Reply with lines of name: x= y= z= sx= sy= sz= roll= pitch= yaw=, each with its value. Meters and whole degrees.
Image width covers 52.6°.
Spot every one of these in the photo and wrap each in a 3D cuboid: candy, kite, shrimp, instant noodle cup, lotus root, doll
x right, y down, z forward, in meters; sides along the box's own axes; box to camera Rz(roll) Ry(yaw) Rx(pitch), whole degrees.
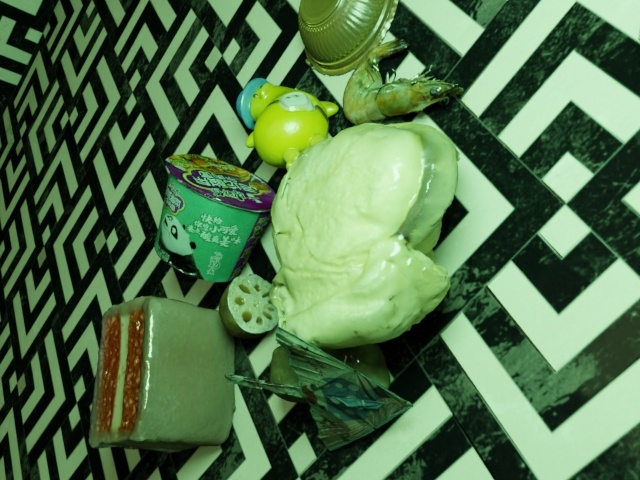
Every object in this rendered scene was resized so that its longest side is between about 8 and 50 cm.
candy: x=0.010 y=0.227 z=1.110 sx=0.233 sy=0.102 sz=0.104 roll=-11 pitch=70 yaw=42
kite: x=-0.008 y=0.245 z=1.019 sx=0.314 sy=0.335 sz=0.011 roll=2 pitch=43 yaw=21
shrimp: x=0.146 y=-0.295 z=1.164 sx=0.296 sy=0.058 sz=0.169 roll=3 pitch=78 yaw=50
instant noodle cup: x=0.031 y=-0.476 z=1.307 sx=0.274 sy=0.090 sz=0.274 roll=-15 pitch=69 yaw=42
instant noodle cup: x=-0.227 y=-0.042 z=1.348 sx=0.251 sy=0.251 sz=0.190 roll=45 pitch=119 yaw=44
lotus root: x=-0.149 y=0.134 z=1.294 sx=0.081 sy=0.112 sz=0.122 roll=-23 pitch=63 yaw=47
doll: x=-0.066 y=-0.242 z=1.323 sx=0.199 sy=0.145 sz=0.363 roll=-25 pitch=41 yaw=-7

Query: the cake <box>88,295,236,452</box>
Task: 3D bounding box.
cake: x=-0.328 y=0.280 z=1.353 sx=0.237 sy=0.230 sz=0.309 roll=-18 pitch=65 yaw=40

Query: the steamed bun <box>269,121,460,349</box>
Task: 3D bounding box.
steamed bun: x=0.076 y=0.001 z=1.014 sx=0.324 sy=0.230 sz=0.373 roll=10 pitch=88 yaw=46

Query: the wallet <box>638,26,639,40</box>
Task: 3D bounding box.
wallet: x=0.545 y=-0.317 z=0.734 sx=0.309 sy=0.077 sz=0.223 roll=20 pitch=90 yaw=49
